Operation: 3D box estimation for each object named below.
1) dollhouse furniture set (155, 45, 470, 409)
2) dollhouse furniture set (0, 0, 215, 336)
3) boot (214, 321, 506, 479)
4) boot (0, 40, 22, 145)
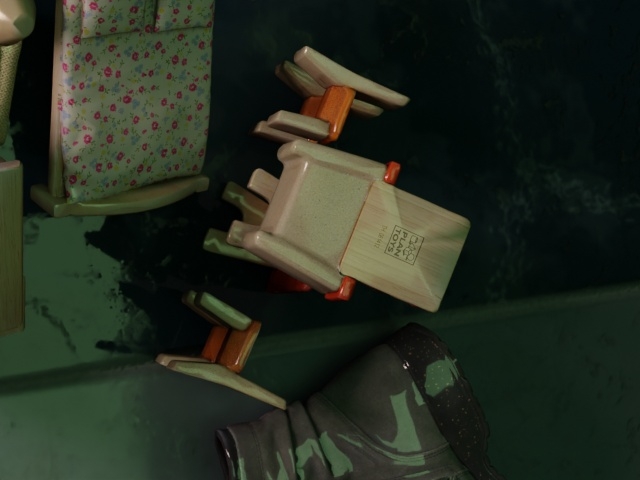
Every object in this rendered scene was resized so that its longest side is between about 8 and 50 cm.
[{"bbox_3d":[0.000,0.000,1.143,0.135,0.259,0.262,23,83,-11],"label":"dollhouse furniture set"},{"bbox_3d":[-0.135,-0.041,1.100,0.355,0.174,0.303,-14,123,-35],"label":"dollhouse furniture set"},{"bbox_3d":[0.064,0.256,1.266,0.222,0.118,0.338,-31,95,-13],"label":"boot"},{"bbox_3d":[-0.317,-0.194,1.093,0.203,0.095,0.262,-1,96,-21],"label":"boot"}]
